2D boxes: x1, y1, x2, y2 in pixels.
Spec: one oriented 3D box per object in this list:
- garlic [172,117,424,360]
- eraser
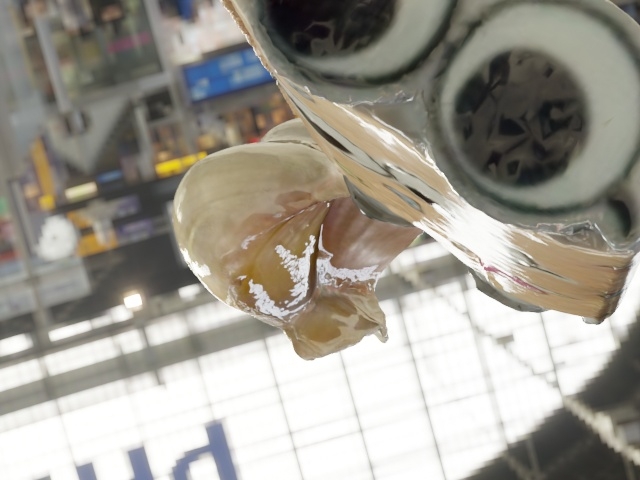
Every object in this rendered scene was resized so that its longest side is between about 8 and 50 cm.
[{"bbox_3d":[-0.001,-0.013,0.932,0.174,0.124,0.099,-11,144,-51],"label":"garlic"},{"bbox_3d":[0.059,-0.042,0.697,0.087,0.171,0.290,-53,170,-1],"label":"eraser"}]
